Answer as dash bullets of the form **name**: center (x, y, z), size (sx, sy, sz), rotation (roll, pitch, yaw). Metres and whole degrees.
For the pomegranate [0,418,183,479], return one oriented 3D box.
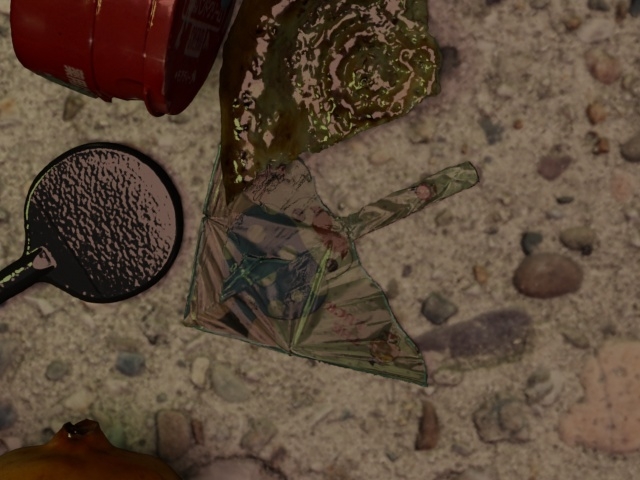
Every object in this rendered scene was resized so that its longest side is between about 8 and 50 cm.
- **pomegranate**: center (-0.224, 0.295, 1.546), size (0.264, 0.264, 0.264), rotation (2, 100, 9)

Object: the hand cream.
- **hand cream**: center (-0.159, -0.229, 1.445), size (0.149, 0.230, 0.230), rotation (20, 103, 6)

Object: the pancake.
- **pancake**: center (0.023, -0.185, 1.504), size (0.197, 0.054, 0.376), rotation (31, 102, 4)

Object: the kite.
- **kite**: center (0.000, 0.000, 1.567), size (0.314, 0.011, 0.335), rotation (-29, 95, 13)

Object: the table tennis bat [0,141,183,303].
- **table tennis bat**: center (-0.238, 0.004, 1.601), size (0.236, 0.027, 0.150), rotation (-32, 94, 12)
